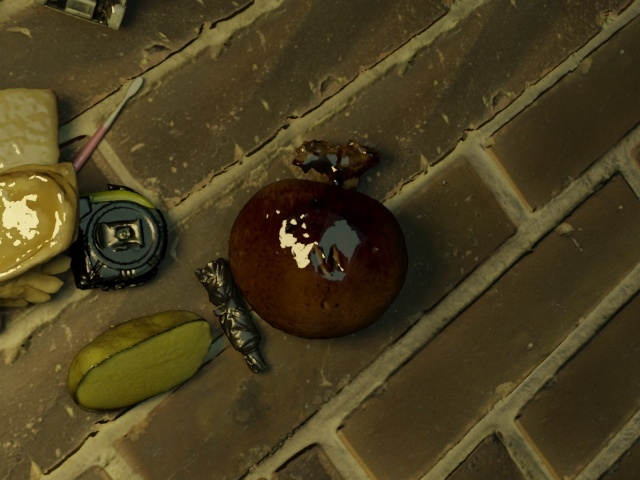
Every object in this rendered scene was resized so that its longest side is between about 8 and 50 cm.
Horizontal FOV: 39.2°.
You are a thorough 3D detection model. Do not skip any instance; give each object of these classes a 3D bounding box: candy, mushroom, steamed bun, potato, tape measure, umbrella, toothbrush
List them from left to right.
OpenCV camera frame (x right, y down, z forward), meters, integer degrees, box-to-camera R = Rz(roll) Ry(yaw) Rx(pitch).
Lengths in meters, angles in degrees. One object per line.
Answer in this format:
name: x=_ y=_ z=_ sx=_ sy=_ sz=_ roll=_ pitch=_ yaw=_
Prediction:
candy: x=-0.622 y=-0.167 z=1.566 sx=0.320 sy=0.135 sz=0.179 roll=-5 pitch=84 yaw=-23
steamed bun: x=-0.579 y=0.031 z=1.511 sx=0.428 sy=0.189 sz=0.247 roll=-18 pitch=84 yaw=-1
toothbrush: x=-0.422 y=-0.198 z=1.704 sx=0.020 sy=0.025 sz=0.286 roll=37 pitch=73 yaw=-15
tape measure: x=-0.373 y=-0.010 z=1.651 sx=0.186 sy=0.112 sz=0.199 roll=-9 pitch=87 yaw=-23
potato: x=-0.337 y=0.203 z=1.631 sx=0.271 sy=0.160 sz=0.111 roll=-25 pitch=49 yaw=-24
umbrella: x=-0.163 y=0.148 z=1.735 sx=0.066 sy=0.059 sz=0.236 roll=-27 pitch=92 yaw=3
mushroom: x=-0.018 y=0.002 z=1.744 sx=0.331 sy=0.356 sz=0.334 roll=1 pitch=120 yaw=-23

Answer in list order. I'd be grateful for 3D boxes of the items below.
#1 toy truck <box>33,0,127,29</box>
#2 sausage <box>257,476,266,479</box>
toy truck: x=-0.385 y=-0.543 z=1.575 sx=0.173 sy=0.387 sz=0.207 roll=16 pitch=70 yaw=-19
sausage: x=-0.098 y=0.521 z=1.727 sx=0.024 sy=0.024 sz=0.132 roll=-14 pitch=89 yaw=-22
